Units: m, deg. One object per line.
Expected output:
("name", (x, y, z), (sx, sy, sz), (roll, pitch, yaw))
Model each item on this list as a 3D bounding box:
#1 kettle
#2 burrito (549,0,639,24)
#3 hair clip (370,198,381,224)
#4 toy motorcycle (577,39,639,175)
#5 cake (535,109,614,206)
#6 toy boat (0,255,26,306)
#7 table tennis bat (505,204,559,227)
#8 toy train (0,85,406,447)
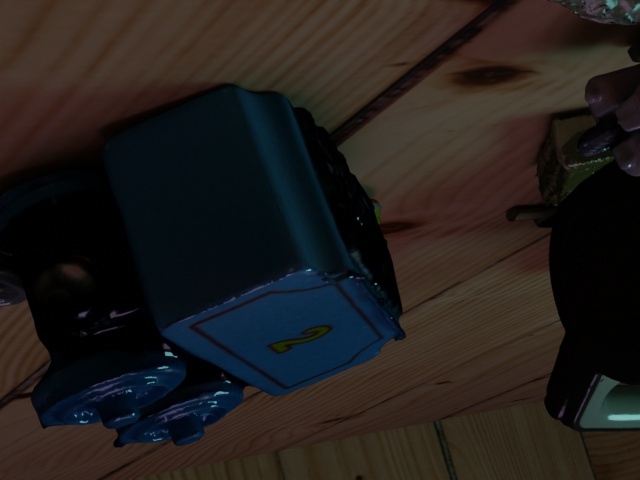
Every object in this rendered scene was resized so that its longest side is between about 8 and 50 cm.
("kettle", (0.436, 0.059, 1.263), (0.377, 0.250, 0.361), (-5, 133, -25))
("burrito", (0.213, -0.164, 0.725), (0.230, 0.063, 0.058), (-14, 126, -32))
("hair clip", (0.000, 0.000, 1.108), (0.060, 0.033, 0.188), (-6, 159, -37))
("toy motorcycle", (0.304, -0.127, 0.817), (0.260, 0.110, 0.171), (-23, 171, -13))
("cake", (0.222, -0.070, 1.049), (0.055, 0.051, 0.140), (-17, 166, -2))
("toy boat", (-0.298, 0.027, 0.820), (0.078, 0.085, 0.260), (-24, 162, 25))
("table tennis bat", (0.263, -0.032, 1.292), (0.157, 0.013, 0.087), (-4, 162, -37))
("toy train", (-0.081, 0.028, 0.874), (0.265, 0.188, 0.300), (-22, 161, 7))
